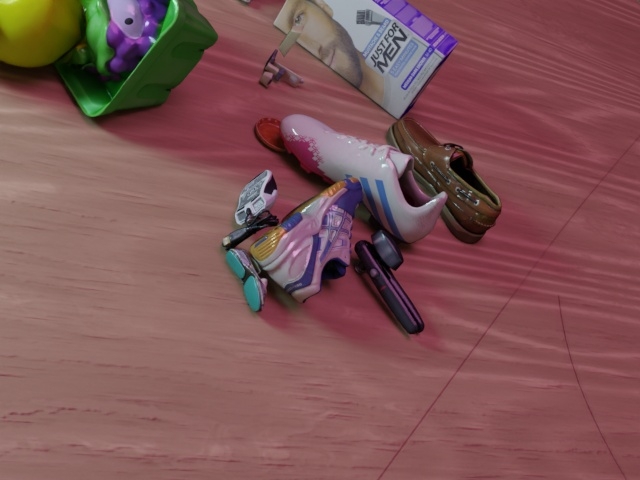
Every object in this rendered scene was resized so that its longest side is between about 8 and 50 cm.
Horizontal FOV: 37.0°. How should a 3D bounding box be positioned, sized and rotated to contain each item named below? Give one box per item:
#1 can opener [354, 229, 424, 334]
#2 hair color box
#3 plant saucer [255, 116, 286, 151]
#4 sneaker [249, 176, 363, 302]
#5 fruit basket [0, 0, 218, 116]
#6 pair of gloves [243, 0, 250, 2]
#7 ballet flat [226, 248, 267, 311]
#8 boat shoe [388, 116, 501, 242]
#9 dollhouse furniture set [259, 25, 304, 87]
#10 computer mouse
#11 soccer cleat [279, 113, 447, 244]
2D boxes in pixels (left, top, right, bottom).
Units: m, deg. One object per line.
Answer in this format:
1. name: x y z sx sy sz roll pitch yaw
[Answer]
1. can opener: 0.114 0.074 1.582 0.059 0.073 0.186 -2 61 -49
2. hair color box: 0.092 -0.431 1.987 0.339 0.185 0.110 38 39 3
3. plant saucer: -0.081 -0.191 1.742 0.084 0.013 0.083 21 41 -19
4. sneaker: 0.000 0.000 1.554 0.131 0.112 0.296 54 40 -5
5. fruit basket: -0.401 -0.388 1.525 0.392 0.283 0.392 38 23 -19
6. pair of gloves: -0.213 -0.614 2.062 0.240 0.042 0.204 35 34 -5
7. ballet flat: -0.102 0.057 1.444 0.041 0.041 0.114 -5 53 -41
8. boat shoe: 0.251 -0.143 1.873 0.111 0.104 0.307 -11 58 -44
9. dollhouse furniture set: -0.049 -0.344 1.849 0.081 0.114 0.091 31 35 -14
10. computer mouse: -0.099 -0.051 1.528 0.042 0.106 0.193 46 26 -19
11. soccer cleat: 0.082 -0.138 1.699 0.331 0.143 0.116 40 36 2
